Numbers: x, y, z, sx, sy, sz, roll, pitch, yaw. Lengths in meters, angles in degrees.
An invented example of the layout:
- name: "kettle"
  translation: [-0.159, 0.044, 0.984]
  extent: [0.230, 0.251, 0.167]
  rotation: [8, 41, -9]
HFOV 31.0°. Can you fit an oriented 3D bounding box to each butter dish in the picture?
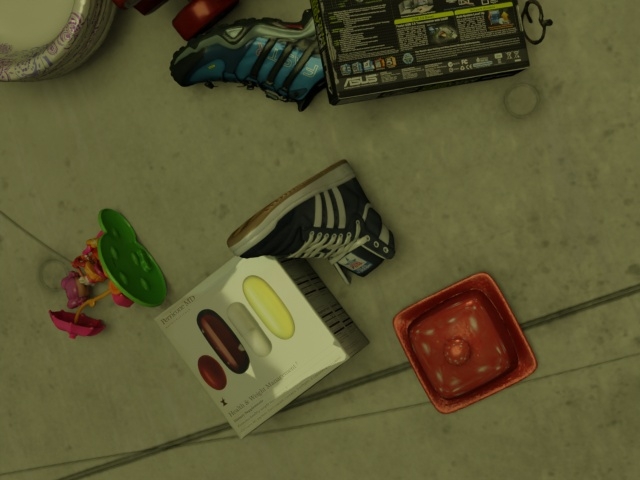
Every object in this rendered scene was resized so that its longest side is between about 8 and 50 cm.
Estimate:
- name: "butter dish"
  translation: [0.188, 0.144, 1.548]
  extent: [0.160, 0.118, 0.160]
  rotation: [-28, 86, 13]

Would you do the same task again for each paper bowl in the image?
- name: "paper bowl"
  translation: [-0.420, -0.370, 1.647]
  extent: [0.284, 0.148, 0.284]
  rotation: [3, 100, 18]

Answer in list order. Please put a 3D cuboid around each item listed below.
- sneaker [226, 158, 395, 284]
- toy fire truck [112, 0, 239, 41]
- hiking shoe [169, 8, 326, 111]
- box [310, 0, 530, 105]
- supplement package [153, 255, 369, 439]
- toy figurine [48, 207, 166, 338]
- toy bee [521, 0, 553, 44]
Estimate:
- name: "sneaker"
  translation: [0.000, 0.000, 1.516]
  extent: [0.099, 0.282, 0.153]
  rotation: [-32, 92, 35]
- name: "toy fire truck"
  translation: [-0.143, -0.400, 1.516]
  extent: [0.302, 0.254, 0.169]
  rotation: [-37, 97, 3]
- name: "hiking shoe"
  translation: [-0.063, -0.240, 1.596]
  extent: [0.304, 0.113, 0.132]
  rotation: [-10, 89, 13]
- name: "box"
  translation: [0.126, -0.307, 1.529]
  extent: [0.270, 0.060, 0.216]
  rotation: [-11, 89, -11]
- name: "supplement package"
  translation: [-0.078, 0.126, 1.593]
  extent: [0.194, 0.149, 0.203]
  rotation: [-39, 84, 11]
- name: "toy figurine"
  translation: [-0.333, 0.065, 1.680]
  extent: [0.159, 0.130, 0.173]
  rotation: [-37, 62, 21]
- name: "toy bee"
  translation: [0.325, -0.434, 1.498]
  extent: [0.162, 0.298, 0.195]
  rotation: [-18, 50, -14]
